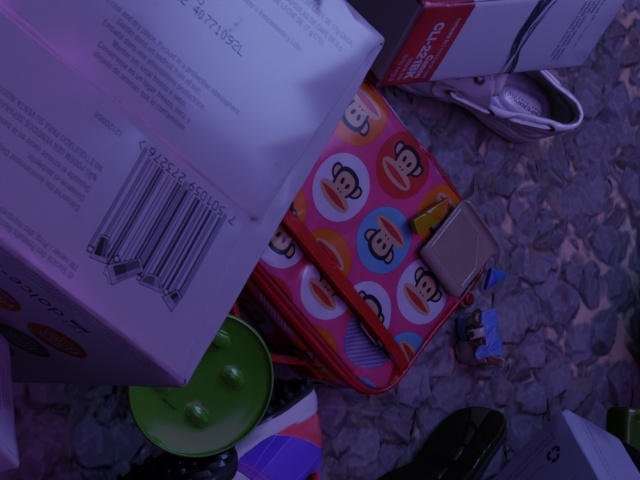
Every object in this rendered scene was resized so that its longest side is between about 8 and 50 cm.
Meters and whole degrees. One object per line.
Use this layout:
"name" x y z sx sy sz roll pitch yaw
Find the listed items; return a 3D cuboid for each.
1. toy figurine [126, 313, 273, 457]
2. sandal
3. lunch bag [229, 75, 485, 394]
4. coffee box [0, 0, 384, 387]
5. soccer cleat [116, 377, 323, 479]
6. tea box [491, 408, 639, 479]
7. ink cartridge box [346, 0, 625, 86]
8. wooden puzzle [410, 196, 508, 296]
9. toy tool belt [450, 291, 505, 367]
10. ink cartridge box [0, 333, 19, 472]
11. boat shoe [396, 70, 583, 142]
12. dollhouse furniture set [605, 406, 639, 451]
"toy figurine" -0.142 0.092 1.673 0.130 0.159 0.173 -48 114 -5
"sandal" 0.113 0.251 1.921 0.219 0.090 0.060 -44 137 -35
"lunch bag" 0.000 0.000 1.808 0.258 0.120 0.293 -50 118 -20
"coffee box" -0.229 -0.113 1.497 0.337 0.334 0.338 42 65 -28
"soccer cleat" -0.089 0.229 1.702 0.318 0.108 0.116 -34 113 -55
"tea box" 0.263 0.396 1.844 0.323 0.220 0.329 33 110 -32
"ink cartridge box" 0.135 -0.264 1.845 0.273 0.114 0.197 -9 55 -35
"wooden puzzle" 0.132 0.006 1.821 0.078 0.014 0.116 -42 118 -22
"toy tool belt" 0.167 0.091 1.964 0.052 0.051 0.083 -17 100 -35
"ink cartridge box" -0.414 0.100 1.334 0.272 0.309 0.130 58 13 -46
"boat shoe" 0.159 -0.181 1.929 0.277 0.096 0.098 23 78 -34
"dollhouse furniture set" 0.352 0.133 2.033 0.151 0.197 0.301 7 82 -17
